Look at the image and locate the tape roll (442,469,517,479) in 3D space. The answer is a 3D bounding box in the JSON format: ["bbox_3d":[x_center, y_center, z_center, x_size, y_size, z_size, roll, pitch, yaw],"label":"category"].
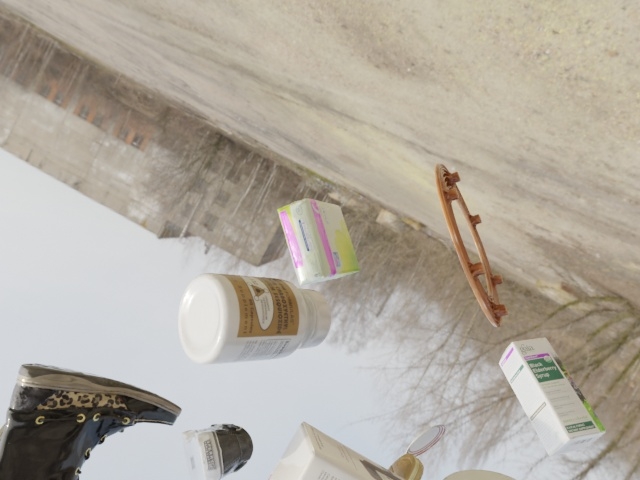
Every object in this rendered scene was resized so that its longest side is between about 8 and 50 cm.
[{"bbox_3d":[0.410,0.706,1.123,0.245,0.169,0.246,-3,-175,0],"label":"tape roll"}]

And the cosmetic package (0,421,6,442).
[{"bbox_3d":[-0.958,0.705,1.357,0.153,0.296,0.129,34,145,-7],"label":"cosmetic package"}]

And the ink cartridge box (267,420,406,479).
[{"bbox_3d":[0.039,0.369,0.567,0.237,0.172,0.100,33,174,-8],"label":"ink cartridge box"}]

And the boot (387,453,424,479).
[{"bbox_3d":[0.218,0.630,1.029,0.203,0.262,0.095,26,177,-6],"label":"boot"}]

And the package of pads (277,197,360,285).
[{"bbox_3d":[0.000,0.000,1.331,0.296,0.101,0.230,3,-111,-68],"label":"package of pads"}]

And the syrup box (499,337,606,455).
[{"bbox_3d":[0.514,0.346,1.043,0.093,0.096,0.237,-4,-135,-12],"label":"syrup box"}]

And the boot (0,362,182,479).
[{"bbox_3d":[-0.503,0.441,0.986,0.138,0.285,0.377,-2,153,38],"label":"boot"}]

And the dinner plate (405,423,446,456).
[{"bbox_3d":[0.292,0.556,1.284,0.141,0.141,0.017,25,-163,-43],"label":"dinner plate"}]

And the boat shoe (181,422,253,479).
[{"bbox_3d":[-0.142,0.287,0.632,0.075,0.080,0.228,-8,156,-25],"label":"boat shoe"}]

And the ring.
[{"bbox_3d":[0.301,0.002,0.899,0.336,0.032,0.337,47,-148,-41],"label":"ring"}]

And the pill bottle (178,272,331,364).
[{"bbox_3d":[-0.095,0.124,0.735,0.229,0.131,0.131,10,-165,-46],"label":"pill bottle"}]
